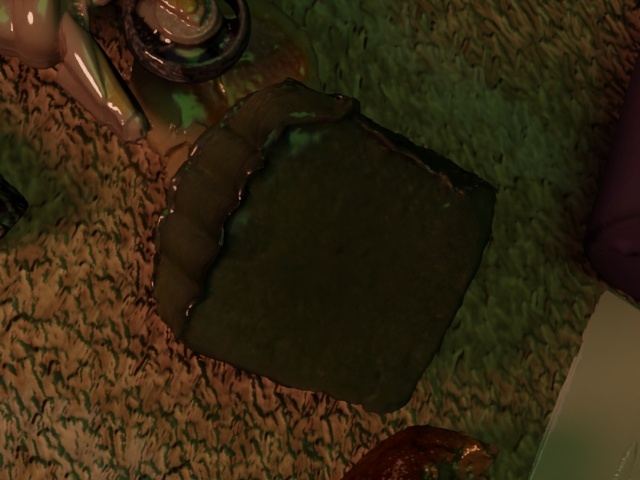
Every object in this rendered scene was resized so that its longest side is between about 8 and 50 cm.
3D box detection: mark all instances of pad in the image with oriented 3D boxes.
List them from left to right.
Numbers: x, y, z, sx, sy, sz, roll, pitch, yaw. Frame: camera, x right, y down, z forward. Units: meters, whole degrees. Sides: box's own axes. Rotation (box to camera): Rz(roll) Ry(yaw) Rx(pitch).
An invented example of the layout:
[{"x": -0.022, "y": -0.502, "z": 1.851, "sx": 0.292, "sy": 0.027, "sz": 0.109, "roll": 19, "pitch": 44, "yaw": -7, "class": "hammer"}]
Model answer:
[{"x": 0.265, "y": 0.174, "z": 1.588, "sx": 0.156, "sy": 0.004, "sz": 0.232, "roll": 33, "pitch": 67, "yaw": -17, "class": "pad"}]

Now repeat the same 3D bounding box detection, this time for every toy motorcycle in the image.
[{"x": -0.218, "y": -0.216, "z": 1.354, "sx": 0.223, "sy": 0.108, "sz": 0.340, "roll": -41, "pitch": 80, "yaw": -18, "class": "toy motorcycle"}]

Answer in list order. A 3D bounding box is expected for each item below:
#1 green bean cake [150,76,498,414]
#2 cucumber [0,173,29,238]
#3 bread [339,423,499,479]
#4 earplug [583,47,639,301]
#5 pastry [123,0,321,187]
[{"x": 0.000, "y": 0.000, "z": 1.384, "sx": 0.227, "sy": 0.125, "sz": 0.222, "roll": 23, "pitch": 99, "yaw": -33, "class": "green bean cake"}, {"x": -0.341, "y": -0.097, "z": 1.317, "sx": 0.293, "sy": 0.067, "sz": 0.067, "roll": 39, "pitch": 65, "yaw": -13, "class": "cucumber"}, {"x": 0.011, "y": 0.280, "z": 1.338, "sx": 0.380, "sy": 0.185, "sz": 0.109, "roll": -40, "pitch": 121, "yaw": -28, "class": "bread"}, {"x": 0.380, "y": -0.166, "z": 1.613, "sx": 0.215, "sy": 0.215, "sz": 0.456, "roll": 25, "pitch": 66, "yaw": -20, "class": "earplug"}, {"x": -0.076, "y": -0.116, "z": 1.438, "sx": 0.166, "sy": 0.088, "sz": 0.165, "roll": 4, "pitch": 79, "yaw": -22, "class": "pastry"}]
